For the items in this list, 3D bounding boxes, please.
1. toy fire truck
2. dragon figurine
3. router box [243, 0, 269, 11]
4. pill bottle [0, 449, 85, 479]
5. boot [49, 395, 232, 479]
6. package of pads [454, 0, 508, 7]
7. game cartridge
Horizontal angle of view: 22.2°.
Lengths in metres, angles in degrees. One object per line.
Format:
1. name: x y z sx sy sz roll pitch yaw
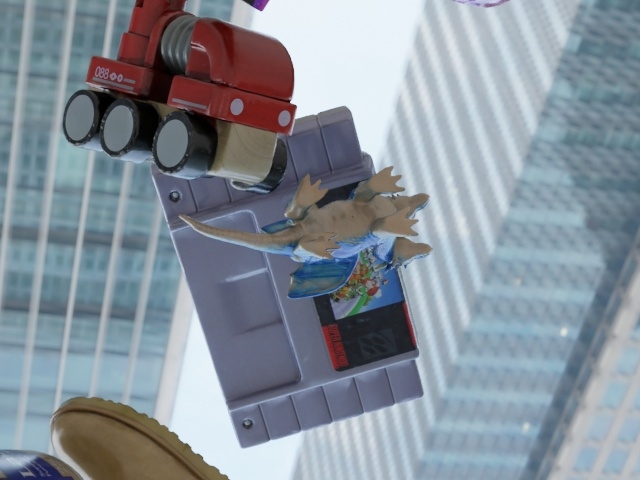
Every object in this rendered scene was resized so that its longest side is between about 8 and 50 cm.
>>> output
1. toy fire truck: -0.099 -0.181 1.505 0.158 0.246 0.217 10 -175 -44
2. dragon figurine: 0.000 0.000 1.555 0.289 0.144 0.085 -14 -108 -24
3. router box: -0.095 -0.252 1.363 0.133 0.046 0.179 31 -169 -10
4. pill bottle: -0.288 0.240 1.278 0.153 0.153 0.264 29 -178 18
5. boot: -0.175 0.272 1.329 0.236 0.089 0.269 28 -138 6
6. package of pads: 0.071 -0.160 0.824 0.050 0.032 0.083 4 -114 -47
7. game cartridge: -0.027 0.046 1.777 0.230 0.355 0.068 -14 -155 3
